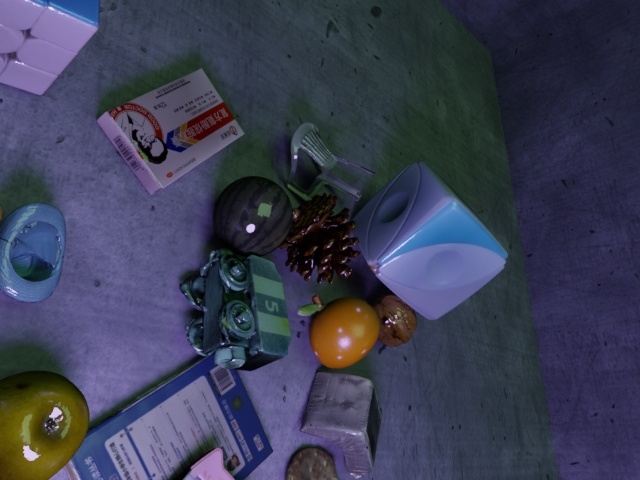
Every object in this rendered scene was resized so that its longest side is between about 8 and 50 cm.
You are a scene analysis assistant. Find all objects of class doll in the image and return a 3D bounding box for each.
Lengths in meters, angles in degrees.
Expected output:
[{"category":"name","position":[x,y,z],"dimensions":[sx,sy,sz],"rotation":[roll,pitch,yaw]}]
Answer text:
[{"category":"doll","position":[0.050,0.237,1.530],"dimensions":[0.236,0.213,0.213],"rotation":[49,42,-2]}]

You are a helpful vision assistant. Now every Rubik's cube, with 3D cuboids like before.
[{"category":"Rubik's cube","position":[0.343,-0.002,1.747],"dimensions":[0.352,0.352,0.347],"rotation":[44,14,-27]},{"category":"Rubik's cube","position":[-0.615,-0.506,1.018],"dimensions":[0.291,0.291,0.291],"rotation":[11,66,-45]}]

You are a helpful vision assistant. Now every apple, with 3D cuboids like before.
[{"category":"apple","position":[-0.497,0.319,0.913],"dimensions":[0.196,0.157,0.196],"rotation":[25,58,-47]}]

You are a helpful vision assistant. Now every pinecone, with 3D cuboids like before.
[{"category":"pinecone","position":[-0.006,0.008,1.527],"dimensions":[0.264,0.264,0.264],"rotation":[21,59,-41]}]

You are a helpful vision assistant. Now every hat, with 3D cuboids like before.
[{"category":"hat","position":[-0.559,0.023,1.024],"dimensions":[0.138,0.078,0.190],"rotation":[28,66,-54]}]

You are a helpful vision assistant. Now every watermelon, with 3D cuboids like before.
[{"category":"watermelon","position":[-0.175,-0.063,1.386],"dimensions":[0.212,0.212,0.212],"rotation":[21,59,-41]}]

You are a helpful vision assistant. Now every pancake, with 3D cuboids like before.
[{"category":"pancake","position":[-0.015,0.661,1.391],"dimensions":[0.236,0.042,0.222],"rotation":[60,38,-9]}]

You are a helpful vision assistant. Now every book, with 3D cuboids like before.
[{"category":"book","position":[-0.303,0.456,1.158],"dimensions":[0.428,0.039,0.299],"rotation":[-27,95,-50]}]

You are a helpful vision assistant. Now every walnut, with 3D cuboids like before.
[{"category":"walnut","position":[0.237,0.263,1.755],"dimensions":[0.184,0.155,0.155],"rotation":[57,42,-13]}]

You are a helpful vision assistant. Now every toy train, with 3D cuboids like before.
[{"category":"toy train","position":[-0.199,0.168,1.288],"dimensions":[0.238,0.167,0.299],"rotation":[24,47,-46]}]

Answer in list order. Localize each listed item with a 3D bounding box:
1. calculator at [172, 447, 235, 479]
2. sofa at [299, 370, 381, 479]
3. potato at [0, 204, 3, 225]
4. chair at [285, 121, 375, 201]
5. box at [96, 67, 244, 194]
[{"category":"calculator","position":[-0.272,0.599,1.072],"dimensions":[0.220,0.048,0.329],"rotation":[58,45,-15]},{"category":"sofa","position":[0.065,0.513,1.499],"dimensions":[0.210,0.176,0.225],"rotation":[-72,156,-47]},{"category":"potato","position":[-0.638,-0.037,0.953],"dimensions":[0.138,0.092,0.070],"rotation":[-28,109,-49]},{"category":"chair","position":[0.016,-0.218,1.688],"dimensions":[0.275,0.190,0.203],"rotation":[33,45,2]},{"category":"box","position":[-0.368,-0.291,1.380],"dimensions":[0.214,0.069,0.353],"rotation":[57,44,-15]}]
